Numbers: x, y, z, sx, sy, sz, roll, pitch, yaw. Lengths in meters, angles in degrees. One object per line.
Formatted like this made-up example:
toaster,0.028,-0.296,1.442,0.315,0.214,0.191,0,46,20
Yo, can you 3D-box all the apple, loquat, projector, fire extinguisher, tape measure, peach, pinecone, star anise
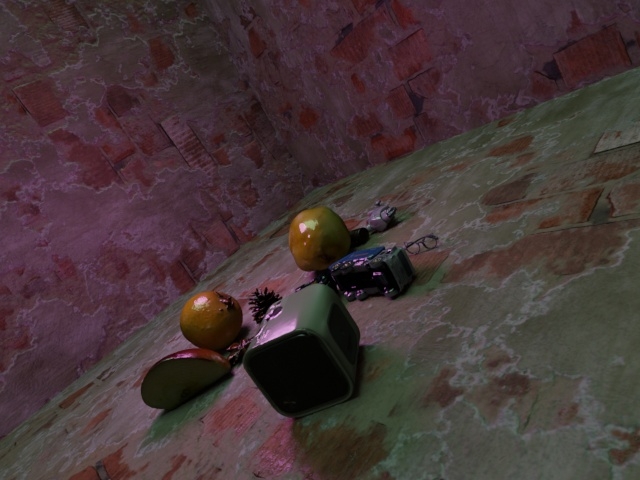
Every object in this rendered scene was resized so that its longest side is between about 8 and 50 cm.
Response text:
apple,-0.518,0.515,1.694,0.346,0.179,0.254,-34,-17,11
loquat,-0.472,0.351,1.956,0.275,0.275,0.275,-30,15,9
projector,-0.040,0.305,1.250,0.248,0.248,0.249,-27,16,19
fire extinguisher,0.132,-0.025,2.238,0.075,0.106,0.252,-14,0,-40
tape measure,-0.023,0.224,1.755,0.199,0.112,0.186,-35,7,12
peach,-0.002,-0.007,2.105,0.281,0.314,0.315,1,4,-19
pinecone,-0.234,0.278,1.891,0.163,0.165,0.163,-34,12,8
star anise,-0.320,0.434,1.781,0.212,0.053,0.157,-41,20,-15

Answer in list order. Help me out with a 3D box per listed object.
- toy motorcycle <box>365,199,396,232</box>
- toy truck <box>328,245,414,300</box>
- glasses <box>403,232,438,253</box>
toy motorcycle,0.288,-0.109,2.209,0.171,0.110,0.260,-46,11,-6
toy truck,0.175,0.116,1.627,0.175,0.146,0.367,-37,15,-34
glasses,0.401,-0.005,1.717,0.140,0.062,0.104,-21,17,33
